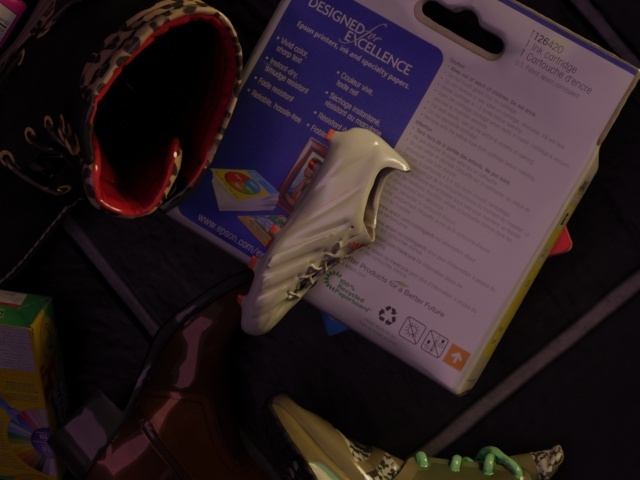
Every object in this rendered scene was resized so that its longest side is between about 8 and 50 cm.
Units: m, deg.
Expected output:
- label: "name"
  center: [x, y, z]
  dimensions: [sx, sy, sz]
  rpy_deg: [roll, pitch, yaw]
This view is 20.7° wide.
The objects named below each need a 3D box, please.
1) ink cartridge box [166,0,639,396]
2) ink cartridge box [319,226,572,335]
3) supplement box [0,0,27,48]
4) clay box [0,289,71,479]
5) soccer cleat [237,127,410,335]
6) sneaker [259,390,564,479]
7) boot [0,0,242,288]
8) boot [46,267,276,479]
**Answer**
- label: "ink cartridge box"
  center: [0.069, -0.077, 1.487]
  dimensions: [0.303, 0.072, 0.307]
  rpy_deg: [32, 96, 14]
- label: "ink cartridge box"
  center: [0.099, -0.016, 1.553]
  dimensions: [0.231, 0.078, 0.134]
  rpy_deg: [-19, 87, 14]
- label: "supplement box"
  center: [-0.382, -0.155, 1.589]
  dimensions: [0.114, 0.111, 0.220]
  rpy_deg: [38, 75, -31]
- label: "clay box"
  center: [-0.302, 0.144, 1.637]
  dimensions: [0.127, 0.053, 0.222]
  rpy_deg: [8, 129, 13]
- label: "soccer cleat"
  center: [0.000, 0.000, 1.440]
  dimensions: [0.076, 0.068, 0.196]
  rpy_deg: [31, 95, 11]
- label: "sneaker"
  center: [0.133, 0.240, 1.543]
  dimensions: [0.410, 0.158, 0.182]
  rpy_deg: [36, 71, 0]
- label: "boot"
  center: [-0.210, -0.085, 1.520]
  dimensions: [0.138, 0.284, 0.377]
  rpy_deg: [31, 96, -28]
- label: "boot"
  center: [-0.064, 0.195, 1.598]
  dimensions: [0.280, 0.096, 0.264]
  rpy_deg: [45, 81, -1]
